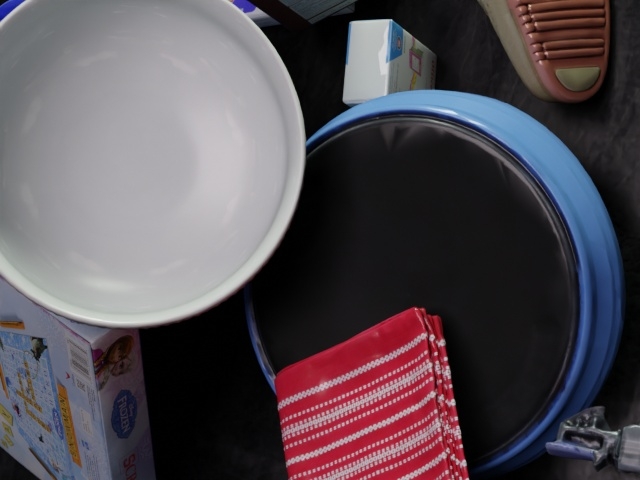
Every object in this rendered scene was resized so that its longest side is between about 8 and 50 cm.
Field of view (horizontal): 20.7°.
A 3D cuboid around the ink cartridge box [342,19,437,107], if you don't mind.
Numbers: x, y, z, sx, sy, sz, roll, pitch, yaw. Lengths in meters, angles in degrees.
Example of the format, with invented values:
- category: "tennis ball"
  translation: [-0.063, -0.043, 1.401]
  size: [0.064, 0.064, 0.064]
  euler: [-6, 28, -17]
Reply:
- category: "ink cartridge box"
  translation: [0.074, -0.168, 1.817]
  size: [0.052, 0.122, 0.089]
  euler: [-1, 78, 26]

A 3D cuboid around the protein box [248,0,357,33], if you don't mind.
- category: "protein box"
  translation: [-0.045, -0.357, 1.835]
  size: [0.136, 0.201, 0.200]
  euler: [-26, 68, 18]

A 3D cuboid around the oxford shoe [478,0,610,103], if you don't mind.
- category: "oxford shoe"
  translation: [0.181, -0.307, 1.804]
  size: [0.146, 0.140, 0.397]
  euler: [-33, 67, 47]

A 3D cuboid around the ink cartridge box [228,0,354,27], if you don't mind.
- category: "ink cartridge box"
  translation: [-0.059, -0.344, 1.981]
  size: [0.206, 0.045, 0.208]
  euler: [-6, 76, 27]

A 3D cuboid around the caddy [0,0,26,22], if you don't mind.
- category: "caddy"
  translation: [-0.272, -0.098, 1.906]
  size: [0.241, 0.179, 0.341]
  euler: [-10, 112, 32]

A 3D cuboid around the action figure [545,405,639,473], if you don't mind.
- category: "action figure"
  translation: [0.357, 0.136, 1.520]
  size: [0.341, 0.178, 0.330]
  euler: [0, 76, 17]

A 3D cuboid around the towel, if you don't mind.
- category: "towel"
  translation: [0.047, 0.216, 1.628]
  size: [0.198, 0.031, 0.275]
  euler: [-26, 58, 31]

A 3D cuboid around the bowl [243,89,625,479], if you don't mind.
- category: "bowl"
  translation: [0.099, 0.049, 1.706]
  size: [0.391, 0.077, 0.391]
  euler: [3, 97, 27]

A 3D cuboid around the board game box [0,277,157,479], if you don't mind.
- category: "board game box"
  translation: [-0.309, 0.126, 1.871]
  size: [0.318, 0.319, 0.066]
  euler: [33, 52, 30]

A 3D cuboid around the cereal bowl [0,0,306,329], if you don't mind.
- category: "cereal bowl"
  translation: [-0.183, -0.081, 1.690]
  size: [0.338, 0.141, 0.339]
  euler: [0, 84, -5]
